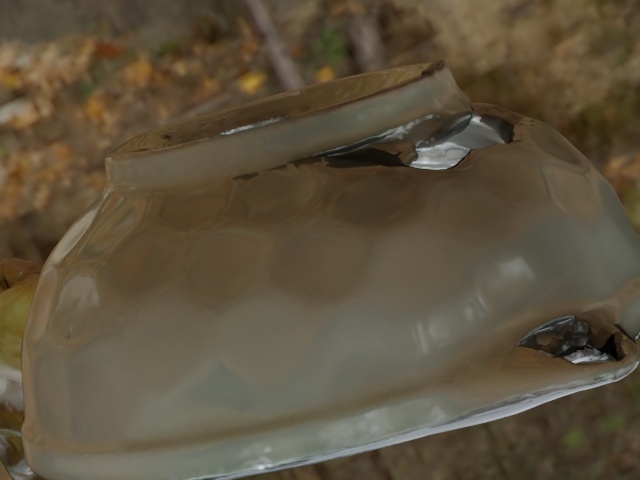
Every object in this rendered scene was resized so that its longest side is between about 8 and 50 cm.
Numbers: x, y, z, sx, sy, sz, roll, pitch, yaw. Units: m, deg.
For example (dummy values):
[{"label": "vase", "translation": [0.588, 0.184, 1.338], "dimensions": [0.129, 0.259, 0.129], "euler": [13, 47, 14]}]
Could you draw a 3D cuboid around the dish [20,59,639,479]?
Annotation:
[{"label": "dish", "translation": [0.000, 0.000, 0.805], "dimensions": [0.303, 0.120, 0.303], "euler": [-15, -171, 2]}]

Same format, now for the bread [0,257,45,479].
[{"label": "bread", "translation": [-0.132, 0.130, 1.143], "dimensions": [0.087, 0.269, 0.098], "euler": [-28, -167, 8]}]
